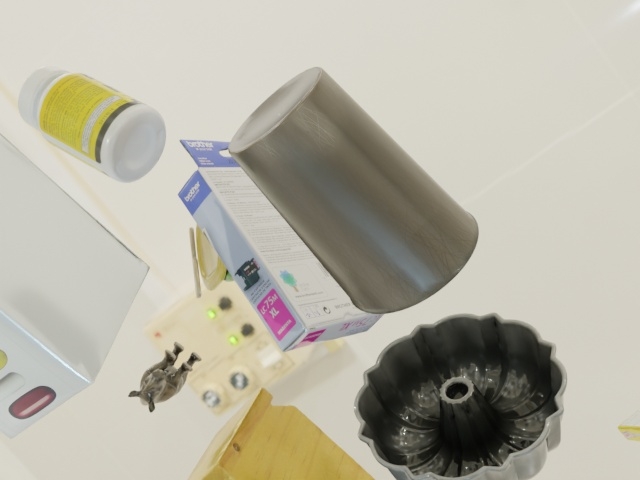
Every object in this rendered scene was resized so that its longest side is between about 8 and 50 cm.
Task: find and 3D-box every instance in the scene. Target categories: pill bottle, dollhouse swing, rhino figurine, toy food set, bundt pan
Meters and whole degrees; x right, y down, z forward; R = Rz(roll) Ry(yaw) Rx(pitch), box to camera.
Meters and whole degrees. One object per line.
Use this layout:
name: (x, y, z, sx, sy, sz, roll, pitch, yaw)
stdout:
pill bottle: (-0.339, -0.176, 1.382, 0.119, 0.208, 0.119, -42, -32, -35)
dollhouse swing: (-0.104, 0.512, 1.571, 0.305, 0.347, 0.315, -45, 6, 28)
rhino figurine: (-0.294, 0.260, 1.745, 0.106, 0.073, 0.243, -50, -2, 4)
toy food set: (-0.142, 0.008, 1.426, 0.071, 0.128, 0.218, -5, -12, -20)
bundt pan: (0.226, 0.270, 1.452, 0.330, 0.124, 0.331, -15, 36, 12)

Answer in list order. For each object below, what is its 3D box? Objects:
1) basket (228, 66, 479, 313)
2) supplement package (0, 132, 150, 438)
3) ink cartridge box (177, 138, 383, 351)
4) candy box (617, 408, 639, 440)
basket: (0.026, -0.055, 0.978, 0.154, 0.227, 0.204, -49, 22, -14)
supplement package: (-0.345, 0.035, 0.990, 0.145, 0.262, 0.204, -34, 23, 28)
ink cartridge box: (-0.061, -0.003, 1.242, 0.065, 0.311, 0.186, -46, -23, 30)
candy box: (0.485, 0.190, 1.218, 0.206, 0.027, 0.105, -37, -11, -4)
